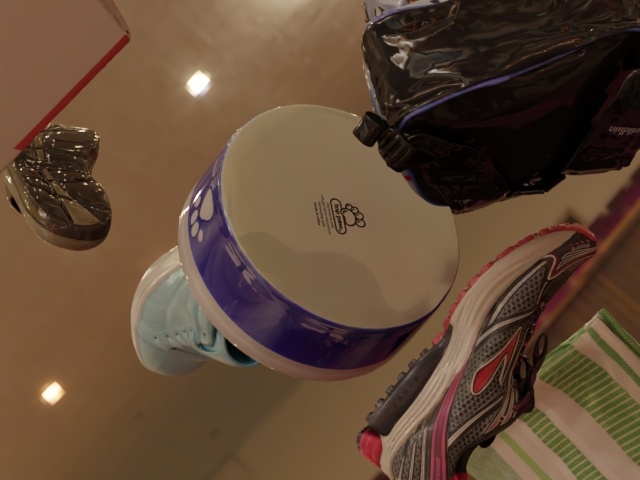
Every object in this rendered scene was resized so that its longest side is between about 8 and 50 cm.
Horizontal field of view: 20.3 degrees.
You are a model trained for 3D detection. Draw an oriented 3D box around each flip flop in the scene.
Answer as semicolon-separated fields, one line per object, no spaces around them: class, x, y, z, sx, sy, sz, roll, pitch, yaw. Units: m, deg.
flip flop;-0.268;-0.050;1.777;0.112;0.277;0.080;4;-63;-20

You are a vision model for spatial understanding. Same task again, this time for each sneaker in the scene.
sneaker;0.165;0.111;1.674;0.299;0.112;0.121;-54;-18;8
sneaker;-0.115;0.084;1.941;0.135;0.150;0.366;14;-36;-20

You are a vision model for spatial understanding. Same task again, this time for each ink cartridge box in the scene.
ink cartridge box;-0.292;-0.141;1.203;0.207;0.283;0.117;-48;-49;-11

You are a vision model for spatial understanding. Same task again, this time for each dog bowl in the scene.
dog bowl;0.000;0.000;1.754;0.265;0.265;0.104;-29;-14;-40

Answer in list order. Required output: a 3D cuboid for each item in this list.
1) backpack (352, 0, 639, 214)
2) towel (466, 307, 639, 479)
backpack;0.157;-0.141;1.551;0.276;0.213;0.263;-15;-26;1
towel;0.298;0.239;1.935;0.038;0.248;0.325;-40;-7;-41
